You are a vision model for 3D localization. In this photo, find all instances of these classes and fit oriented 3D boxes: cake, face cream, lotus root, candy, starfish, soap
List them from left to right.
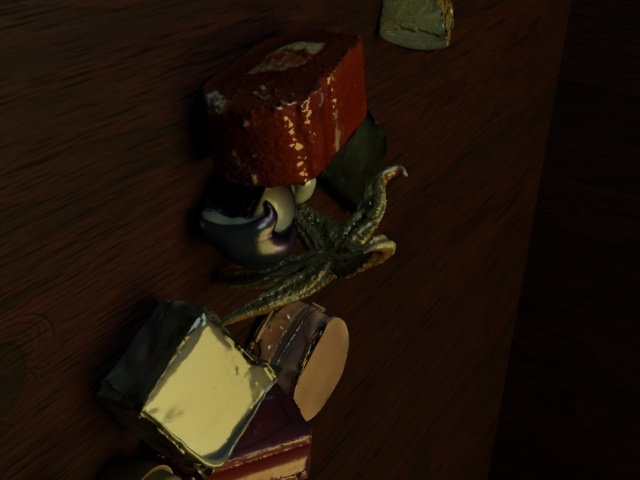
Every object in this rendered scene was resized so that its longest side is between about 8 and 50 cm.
[{"bbox_3d":[-0.254,0.364,1.365,0.117,0.104,0.117,-44,143,-46],"label":"face cream"},{"bbox_3d":[-0.178,0.200,1.324,0.185,0.137,0.195,46,60,-29],"label":"candy"},{"bbox_3d":[-0.146,0.320,1.492,0.250,0.162,0.099,-13,127,-28],"label":"soap"},{"bbox_3d":[-0.050,-0.192,1.367,0.283,0.177,0.150,-56,150,-45],"label":"cake"},{"bbox_3d":[0.007,0.008,1.460,0.375,0.327,0.094,-49,121,-29],"label":"starfish"},{"bbox_3d":[0.182,-0.420,1.779,0.095,0.135,0.159,5,89,-66],"label":"lotus root"}]

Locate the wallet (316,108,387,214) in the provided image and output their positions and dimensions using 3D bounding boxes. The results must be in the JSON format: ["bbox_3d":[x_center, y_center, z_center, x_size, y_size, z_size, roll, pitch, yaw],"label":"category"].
[{"bbox_3d":[0.045,-0.163,1.746,0.172,0.045,0.318,-67,156,-6],"label":"wallet"}]

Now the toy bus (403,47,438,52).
[{"bbox_3d":[0.200,-0.472,1.862,0.096,0.074,0.234,-28,130,-46],"label":"toy bus"}]

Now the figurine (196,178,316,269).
[{"bbox_3d":[-0.086,-0.044,1.434,0.222,0.145,0.145,-50,147,-44],"label":"figurine"}]

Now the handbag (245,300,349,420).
[{"bbox_3d":[-0.043,0.202,1.704,0.205,0.117,0.179,-61,153,-25],"label":"handbag"}]

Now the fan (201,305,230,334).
[{"bbox_3d":[-0.158,0.209,1.470,0.132,0.009,0.219,54,28,-54],"label":"fan"}]
